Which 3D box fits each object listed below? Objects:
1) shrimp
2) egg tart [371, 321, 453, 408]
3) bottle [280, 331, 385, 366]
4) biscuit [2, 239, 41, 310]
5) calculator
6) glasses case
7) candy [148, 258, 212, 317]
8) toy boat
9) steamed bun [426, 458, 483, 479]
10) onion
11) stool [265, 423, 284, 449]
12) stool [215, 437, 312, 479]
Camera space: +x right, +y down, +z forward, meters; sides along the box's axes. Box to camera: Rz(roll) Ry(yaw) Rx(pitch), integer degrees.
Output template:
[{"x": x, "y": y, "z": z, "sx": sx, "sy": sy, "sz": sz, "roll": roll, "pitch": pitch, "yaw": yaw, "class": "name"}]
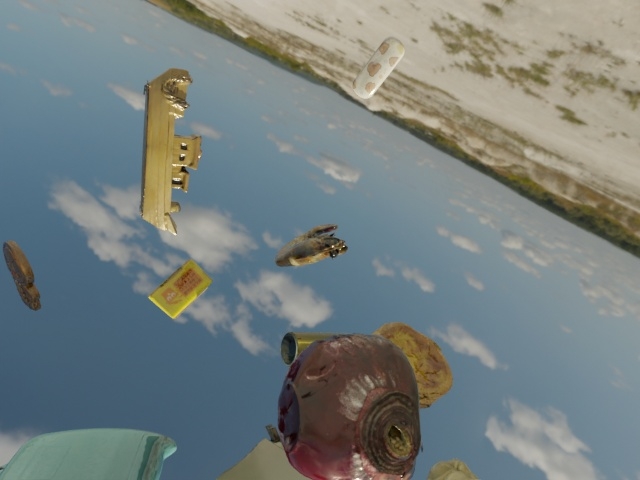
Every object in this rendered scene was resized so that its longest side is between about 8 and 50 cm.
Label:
[{"x": 0.000, "y": 0.000, "z": 1.041, "sx": 0.296, "sy": 0.169, "sz": 0.058, "roll": -10, "pitch": 118, "yaw": 55, "class": "shrimp"}, {"x": 0.301, "y": 0.447, "z": 1.599, "sx": 0.342, "sy": 0.129, "sz": 0.341, "roll": 19, "pitch": -144, "yaw": -15, "class": "egg tart"}, {"x": 0.043, "y": 0.272, "z": 1.118, "sx": 0.286, "sy": 0.082, "sz": 0.082, "roll": 10, "pitch": -155, "yaw": -33, "class": "bottle"}, {"x": -0.693, "y": 0.084, "z": 1.036, "sx": 0.124, "sy": 0.174, "sz": 0.026, "roll": 14, "pitch": -151, "yaw": 38, "class": "biscuit"}, {"x": -0.555, "y": 0.538, "z": 1.054, "sx": 0.387, "sy": 0.054, "sz": 0.256, "roll": 2, "pitch": -162, "yaw": -7, "class": "calculator"}, {"x": 0.145, "y": -0.433, "z": 1.127, "sx": 0.063, "sy": 0.164, "sz": 0.041, "roll": 38, "pitch": -147, "yaw": -6, "class": "glasses case"}, {"x": -0.387, "y": 0.142, "z": 1.246, "sx": 0.088, "sy": 0.146, "sz": 0.276, "roll": 45, "pitch": 160, "yaw": -6, "class": "candy"}, {"x": -0.188, "y": -0.110, "z": 0.567, "sx": 0.072, "sy": 0.205, "sz": 0.064, "roll": 1, "pitch": -163, "yaw": -26, "class": "toy boat"}, {"x": 0.425, "y": 0.831, "z": 1.385, "sx": 0.289, "sy": 0.203, "sz": 0.275, "roll": 53, "pitch": 165, "yaw": 41, "class": "steamed bun"}, {"x": 0.033, "y": 0.254, "z": 0.720, "sx": 0.206, "sy": 0.206, "sz": 0.216, "roll": 7, "pitch": 172, "yaw": -26, "class": "onion"}, {"x": -0.114, "y": 0.611, "z": 1.334, "sx": 0.217, "sy": 0.125, "sz": 0.121, "roll": 25, "pitch": -133, "yaw": -78, "class": "stool"}, {"x": -0.086, "y": 0.674, "z": 1.083, "sx": 0.270, "sy": 0.243, "sz": 0.170, "roll": 10, "pitch": -153, "yaw": 42, "class": "stool"}]
